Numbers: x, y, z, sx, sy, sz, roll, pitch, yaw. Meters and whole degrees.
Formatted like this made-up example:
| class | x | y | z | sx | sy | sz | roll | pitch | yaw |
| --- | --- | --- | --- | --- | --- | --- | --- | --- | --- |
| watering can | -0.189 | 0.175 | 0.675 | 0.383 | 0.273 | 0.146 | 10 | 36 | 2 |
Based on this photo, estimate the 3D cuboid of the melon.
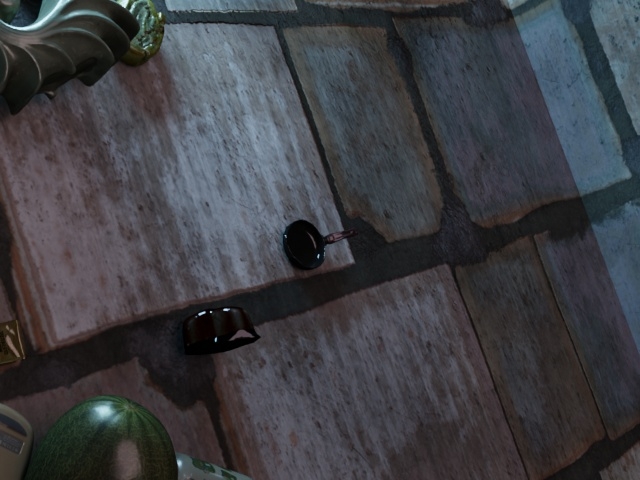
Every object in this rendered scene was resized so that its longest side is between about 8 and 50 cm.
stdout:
| class | x | y | z | sx | sy | sz | roll | pitch | yaw |
| --- | --- | --- | --- | --- | --- | --- | --- | --- | --- |
| melon | -0.344 | 0.393 | 1.686 | 0.237 | 0.237 | 0.301 | 7 | 105 | -44 |

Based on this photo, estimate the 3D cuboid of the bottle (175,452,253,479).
| class | x | y | z | sx | sy | sz | roll | pitch | yaw |
| --- | --- | --- | --- | --- | --- | --- | --- | --- | --- |
| bottle | -0.239 | 0.440 | 1.898 | 0.253 | 0.120 | 0.120 | 29 | 54 | -33 |

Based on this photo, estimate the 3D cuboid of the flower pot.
| class | x | y | z | sx | sy | sz | roll | pitch | yaw |
| --- | --- | --- | --- | --- | --- | --- | --- | --- | --- |
| flower pot | -0.501 | -0.390 | 1.944 | 0.367 | 0.164 | 0.254 | -28 | 91 | -38 |

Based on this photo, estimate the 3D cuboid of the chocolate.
| class | x | y | z | sx | sy | sz | roll | pitch | yaw |
| --- | --- | --- | --- | --- | --- | --- | --- | --- | --- |
| chocolate | -0.190 | 0.169 | 2.068 | 0.125 | 0.149 | 0.080 | 54 | 22 | -77 |

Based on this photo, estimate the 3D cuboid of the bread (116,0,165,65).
| class | x | y | z | sx | sy | sz | roll | pitch | yaw |
| --- | --- | --- | --- | --- | --- | --- | --- | --- | --- |
| bread | -0.377 | -0.434 | 2.190 | 0.117 | 0.064 | 0.156 | 30 | 54 | -35 |

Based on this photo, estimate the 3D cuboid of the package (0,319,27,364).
| class | x | y | z | sx | sy | sz | roll | pitch | yaw |
| --- | --- | --- | --- | --- | --- | --- | --- | --- | --- |
| package | -0.548 | 0.175 | 1.750 | 0.131 | 0.047 | 0.071 | -11 | 86 | -49 |

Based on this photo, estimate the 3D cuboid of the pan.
| class | x | y | z | sx | sy | sz | roll | pitch | yaw |
| --- | --- | --- | --- | --- | --- | --- | --- | --- | --- |
| pan | -0.002 | 0.001 | 2.396 | 0.212 | 0.040 | 0.115 | -15 | 83 | -41 |

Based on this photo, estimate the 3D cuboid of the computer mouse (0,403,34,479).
| class | x | y | z | sx | sy | sz | roll | pitch | yaw |
| --- | --- | --- | --- | --- | --- | --- | --- | --- | --- |
| computer mouse | -0.531 | 0.362 | 1.657 | 0.145 | 0.082 | 0.236 | 34 | 49 | -31 |
